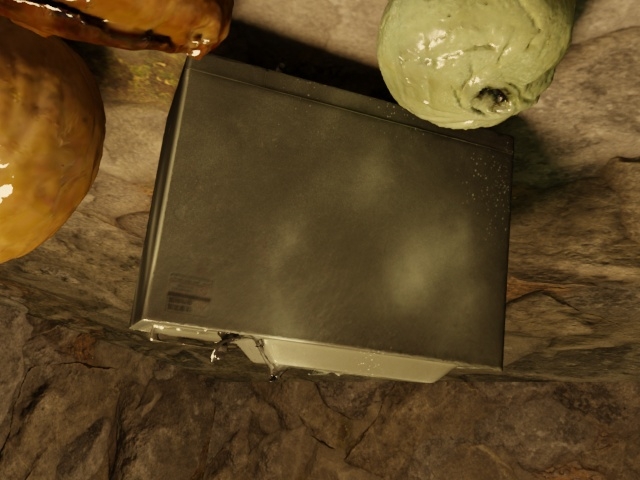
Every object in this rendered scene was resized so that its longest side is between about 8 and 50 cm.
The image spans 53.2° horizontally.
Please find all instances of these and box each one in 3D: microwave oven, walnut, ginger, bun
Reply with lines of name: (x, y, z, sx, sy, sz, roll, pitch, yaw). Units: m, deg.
microwave oven: (0.000, 0.000, 0.833, 0.431, 0.375, 0.236, 11, 166, -17)
walnut: (-0.426, -0.123, 0.766, 0.332, 0.333, 0.333, 6, 157, 3)
ginger: (-0.209, -0.258, 0.577, 0.321, 0.165, 0.172, 19, 180, -33)
bun: (0.158, -0.197, 0.672, 0.221, 0.109, 0.221, 7, 157, 3)
